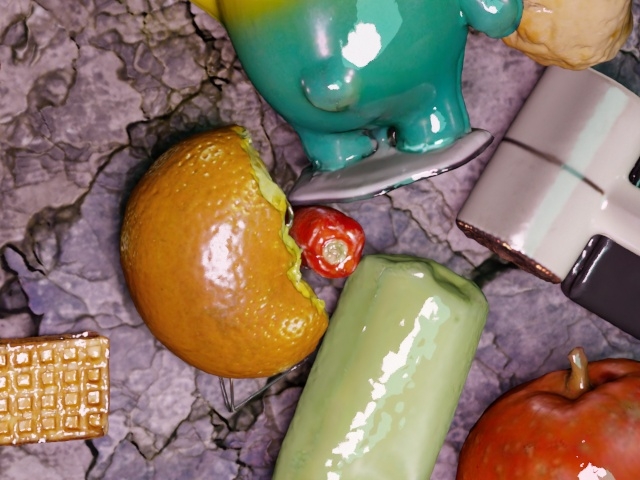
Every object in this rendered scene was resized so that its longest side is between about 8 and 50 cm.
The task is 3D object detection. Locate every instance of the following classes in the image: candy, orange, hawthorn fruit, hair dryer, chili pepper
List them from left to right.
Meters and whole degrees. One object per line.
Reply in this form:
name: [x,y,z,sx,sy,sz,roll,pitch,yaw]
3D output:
orange: [-0.101,0.022,1.705,0.158,0.179,0.237,-27,114,-27]
chili pepper: [0.000,0.000,1.767,0.070,0.123,0.073,-21,102,-19]
candy: [0.049,0.179,1.801,0.142,0.132,0.343,17,93,-58]
hawthorn fruit: [0.268,0.244,1.828,0.275,0.275,0.300,-15,107,-17]
hair dryer: [0.333,-0.010,1.807,0.362,0.128,0.203,31,87,15]

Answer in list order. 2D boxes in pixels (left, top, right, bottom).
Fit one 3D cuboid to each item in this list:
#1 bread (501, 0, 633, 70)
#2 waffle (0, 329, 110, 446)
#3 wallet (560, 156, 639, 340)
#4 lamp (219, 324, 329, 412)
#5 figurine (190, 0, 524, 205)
bread: [0.208,-0.266,1.745,0.134,0.244,0.244,-24,106,-2]
waffle: [-0.273,0.139,1.734,0.148,0.042,0.102,-3,98,-19]
wallet: [0.466,0.052,1.970,0.406,0.062,0.228,30,88,-20]
lamp: [-0.041,0.126,1.821,0.121,0.041,0.054,-19,113,-19]
figurine: [0.018,-0.220,1.679,0.323,0.231,0.340,-13,105,21]
